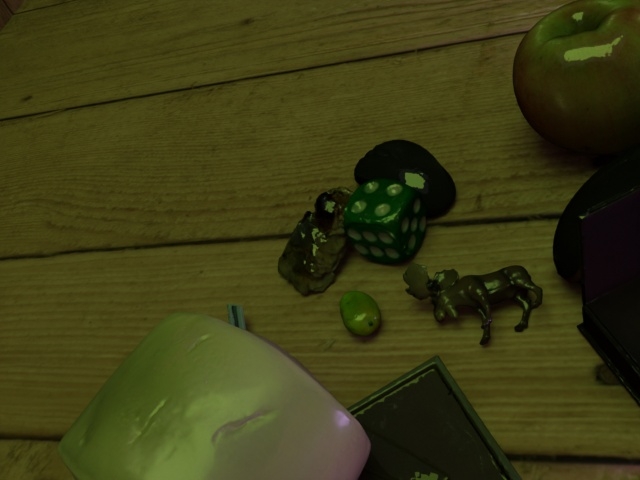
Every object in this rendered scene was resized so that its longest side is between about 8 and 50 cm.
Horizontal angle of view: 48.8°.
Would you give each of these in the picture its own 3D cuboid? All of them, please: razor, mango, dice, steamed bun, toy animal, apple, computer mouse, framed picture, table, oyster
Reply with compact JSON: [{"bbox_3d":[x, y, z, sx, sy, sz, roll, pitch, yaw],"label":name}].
[{"bbox_3d":[-0.266,0.230,1.395,0.277,0.056,0.111,-26,45,11],"label":"razor"},{"bbox_3d":[0.071,0.133,1.316,0.073,0.056,0.108,-27,41,-8],"label":"mango"},{"bbox_3d":[0.128,-0.037,1.391,0.128,0.131,0.120,10,54,32],"label":"dice"},{"bbox_3d":[-0.176,0.306,1.090,0.455,0.290,0.371,18,63,35],"label":"steamed bun"},{"bbox_3d":[0.268,0.094,1.249,0.214,0.094,0.186,-18,49,-2],"label":"toy animal"},{"bbox_3d":[0.536,-0.311,1.360,0.318,0.277,0.319,-19,35,14],"label":"apple"},{"bbox_3d":[0.490,-0.062,1.151,0.323,0.116,0.183,-54,5,31],"label":"computer mouse"},{"bbox_3d":[0.160,0.362,1.091,0.247,0.022,0.335,-30,45,-2],"label":"framed picture"},{"bbox_3d":[0.507,0.091,0.991,0.196,0.282,0.251,-25,45,1],"label":"table"},{"bbox_3d":[0.173,-0.147,1.505,0.137,0.086,0.269,-38,44,-12],"label":"computer mouse"},{"bbox_3d":[-0.003,-0.014,1.438,0.161,0.107,0.233,38,89,35],"label":"oyster"}]
